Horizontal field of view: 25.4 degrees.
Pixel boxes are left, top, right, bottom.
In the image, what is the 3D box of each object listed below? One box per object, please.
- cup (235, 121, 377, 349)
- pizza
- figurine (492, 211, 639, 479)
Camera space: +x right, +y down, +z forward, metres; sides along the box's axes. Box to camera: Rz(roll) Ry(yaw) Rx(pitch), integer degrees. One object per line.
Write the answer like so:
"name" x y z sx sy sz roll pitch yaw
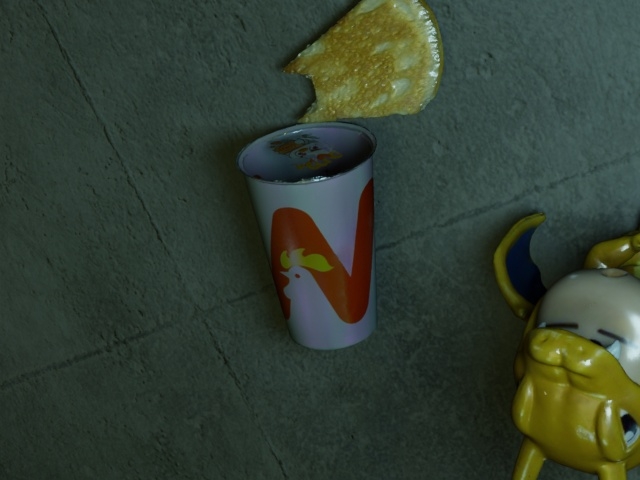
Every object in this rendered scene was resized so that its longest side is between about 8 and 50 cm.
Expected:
"cup" 0.000 0.000 2.013 0.203 0.203 0.288 4 121 23
"pizza" 0.061 -0.236 1.961 0.262 0.034 0.181 -29 97 31
"figurine" 0.390 0.159 1.787 0.268 0.387 0.401 -25 104 45
